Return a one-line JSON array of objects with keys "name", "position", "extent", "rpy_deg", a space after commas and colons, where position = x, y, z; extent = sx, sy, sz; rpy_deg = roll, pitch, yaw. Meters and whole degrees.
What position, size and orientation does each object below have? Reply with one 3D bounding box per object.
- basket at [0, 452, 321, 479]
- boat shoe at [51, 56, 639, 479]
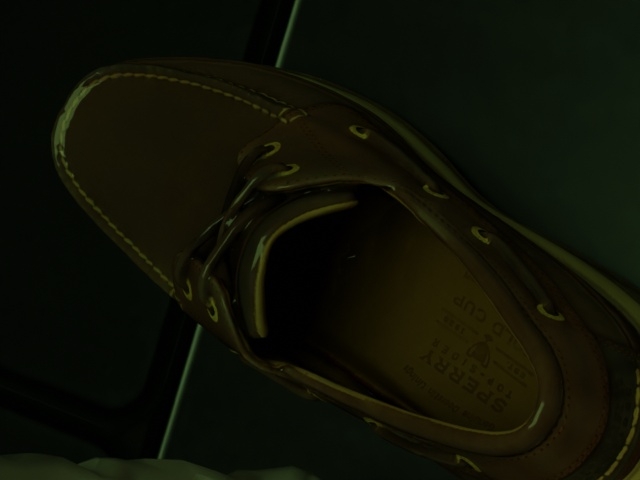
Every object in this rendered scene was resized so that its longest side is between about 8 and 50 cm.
[{"name": "basket", "position": [-0.094, 0.233, 0.273], "extent": [0.266, 0.328, 0.331], "rpy_deg": [-44, 61, 23]}, {"name": "boat shoe", "position": [0.000, 0.001, 0.411], "extent": [0.178, 0.060, 0.064], "rpy_deg": [31, 98, 33]}]
